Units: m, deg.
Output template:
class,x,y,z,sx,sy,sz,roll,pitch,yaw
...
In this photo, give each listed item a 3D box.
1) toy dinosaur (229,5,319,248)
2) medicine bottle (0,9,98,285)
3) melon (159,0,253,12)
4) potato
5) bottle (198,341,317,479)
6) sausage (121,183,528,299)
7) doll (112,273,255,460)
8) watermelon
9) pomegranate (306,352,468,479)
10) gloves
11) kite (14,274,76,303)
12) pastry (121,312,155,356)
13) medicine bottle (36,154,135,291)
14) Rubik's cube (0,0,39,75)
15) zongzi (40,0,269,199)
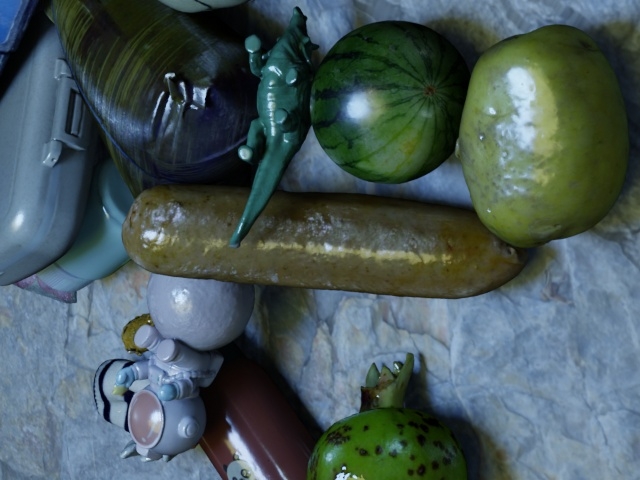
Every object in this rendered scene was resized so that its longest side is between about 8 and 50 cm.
class,x,y,z,sx,sy,sz,roll,pitch,yaw
toy dinosaur,-0.055,-0.141,1.564,0.079,0.120,0.292,8,66,22
medicine bottle,-0.416,-0.131,1.909,0.282,0.123,0.375,-25,53,47
melon,-0.155,-0.424,1.606,0.330,0.268,0.268,52,130,3
potato,0.241,-0.112,1.455,0.197,0.148,0.228,-16,95,28
bottle,-0.098,0.265,1.862,0.336,0.144,0.144,54,130,14
sausage,0.001,0.000,1.631,0.501,0.136,0.123,5,88,11
doll,-0.179,0.154,1.769,0.151,0.151,0.287,21,99,33
watermelon,0.076,-0.159,1.558,0.215,0.188,0.188,-5,102,64
pomegranate,0.081,0.273,1.691,0.211,0.211,0.263,-24,63,42
gloves,-0.245,0.255,1.996,0.219,0.131,0.140,21,95,33
kite,-0.529,0.005,2.218,0.360,0.022,0.204,-1,103,39
pastry,-0.243,0.131,1.983,0.140,0.080,0.056,-26,98,41
medicine bottle,-0.324,-0.022,1.958,0.225,0.139,0.139,-33,82,41
Rubik's cube,-0.608,-0.368,1.867,0.358,0.363,0.362,-54,36,36
zongzi,-0.240,-0.167,1.833,0.403,0.208,0.432,46,144,27
